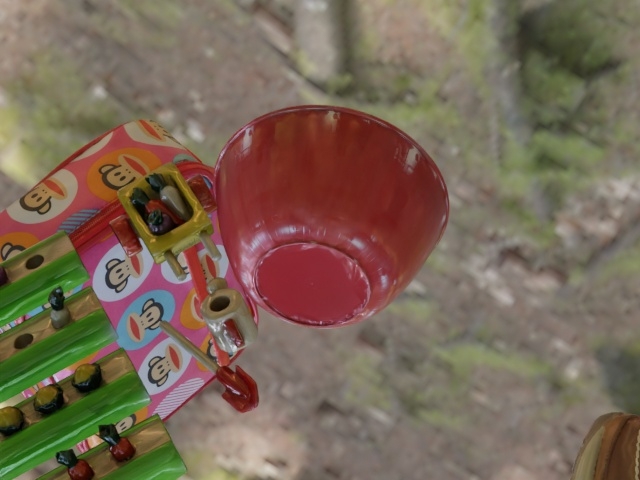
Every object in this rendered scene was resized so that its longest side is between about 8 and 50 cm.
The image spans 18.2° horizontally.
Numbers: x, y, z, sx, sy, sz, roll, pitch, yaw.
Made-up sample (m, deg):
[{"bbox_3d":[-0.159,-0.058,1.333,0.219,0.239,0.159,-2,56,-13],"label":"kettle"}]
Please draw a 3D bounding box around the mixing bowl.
[{"bbox_3d":[0.000,0.000,1.472,0.181,0.098,0.181,7,135,7],"label":"mixing bowl"}]

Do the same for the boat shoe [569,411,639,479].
[{"bbox_3d":[0.226,0.275,1.375,0.116,0.324,0.123,-2,154,14],"label":"boat shoe"}]

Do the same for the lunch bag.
[{"bbox_3d":[-0.167,0.037,1.796,0.120,0.258,0.293,39,158,33],"label":"lunch bag"}]

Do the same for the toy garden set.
[{"bbox_3d":[-0.133,0.054,1.219,0.244,0.204,0.049,55,171,50],"label":"toy garden set"}]
